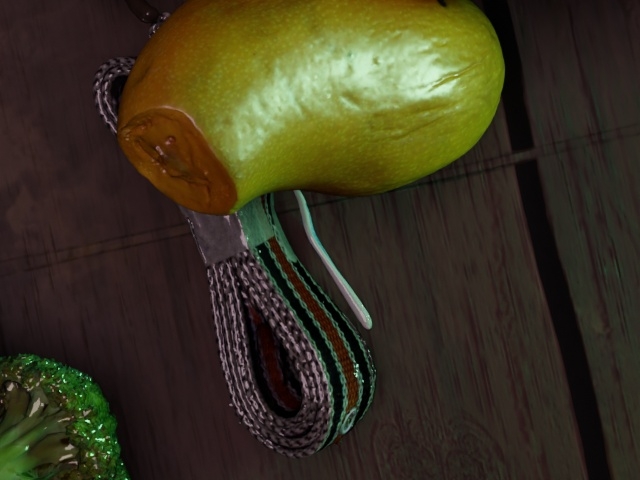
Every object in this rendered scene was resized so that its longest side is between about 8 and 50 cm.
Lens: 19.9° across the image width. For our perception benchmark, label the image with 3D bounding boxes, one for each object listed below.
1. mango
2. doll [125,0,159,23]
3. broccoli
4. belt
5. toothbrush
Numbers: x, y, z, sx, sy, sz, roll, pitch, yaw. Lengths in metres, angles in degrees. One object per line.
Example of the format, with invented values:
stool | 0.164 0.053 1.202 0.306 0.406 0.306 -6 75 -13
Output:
mango | -0.001 -0.120 1.321 0.144 0.359 0.187 -33 73 46
doll | -0.157 -0.250 1.431 0.165 0.057 0.139 24 54 26
broccoli | -0.261 0.207 1.363 0.269 0.269 0.254 14 98 6
belt | -0.062 -0.004 1.423 0.126 0.094 0.359 -22 87 18
toothbrush | 0.000 0.000 1.457 0.017 0.014 0.162 -34 83 14
